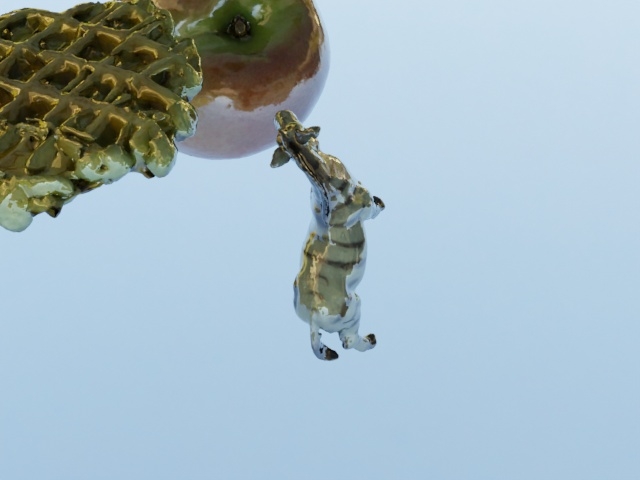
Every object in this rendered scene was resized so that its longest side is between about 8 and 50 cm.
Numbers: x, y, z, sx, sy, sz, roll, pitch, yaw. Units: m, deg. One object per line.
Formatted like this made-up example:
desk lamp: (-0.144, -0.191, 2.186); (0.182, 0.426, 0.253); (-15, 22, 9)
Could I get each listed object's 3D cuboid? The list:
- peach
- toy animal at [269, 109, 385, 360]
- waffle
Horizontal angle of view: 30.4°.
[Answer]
peach: (-0.112, -0.212, 1.306); (0.252, 0.252, 0.252); (7, -144, -5)
toy animal: (0.005, -0.001, 1.007); (0.073, 0.216, 0.176); (3, -176, 19)
waffle: (-0.261, -0.122, 1.061); (0.317, 0.073, 0.297); (-13, -138, 0)
